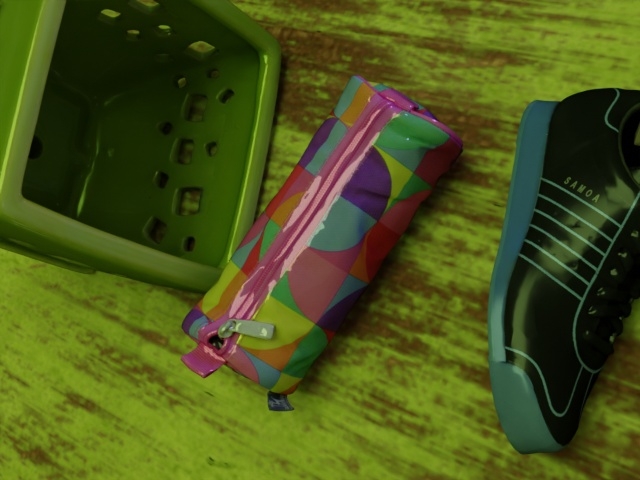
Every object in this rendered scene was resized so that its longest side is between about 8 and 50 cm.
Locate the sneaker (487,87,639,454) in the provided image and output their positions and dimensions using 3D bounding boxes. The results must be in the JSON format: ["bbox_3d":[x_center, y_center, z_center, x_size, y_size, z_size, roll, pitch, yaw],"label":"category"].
[{"bbox_3d":[0.161,0.013,0.533,0.090,0.081,0.232,-4,69,38],"label":"sneaker"}]

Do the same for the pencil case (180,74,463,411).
[{"bbox_3d":[0.000,0.000,0.628,0.104,0.104,0.236,35,92,35],"label":"pencil case"}]

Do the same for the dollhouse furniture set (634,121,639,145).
[{"bbox_3d":[0.247,-0.161,0.482,0.101,0.161,0.182,11,59,11],"label":"dollhouse furniture set"}]

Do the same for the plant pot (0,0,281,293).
[{"bbox_3d":[-0.191,-0.089,0.708,0.207,0.227,0.228,-2,73,38],"label":"plant pot"}]
